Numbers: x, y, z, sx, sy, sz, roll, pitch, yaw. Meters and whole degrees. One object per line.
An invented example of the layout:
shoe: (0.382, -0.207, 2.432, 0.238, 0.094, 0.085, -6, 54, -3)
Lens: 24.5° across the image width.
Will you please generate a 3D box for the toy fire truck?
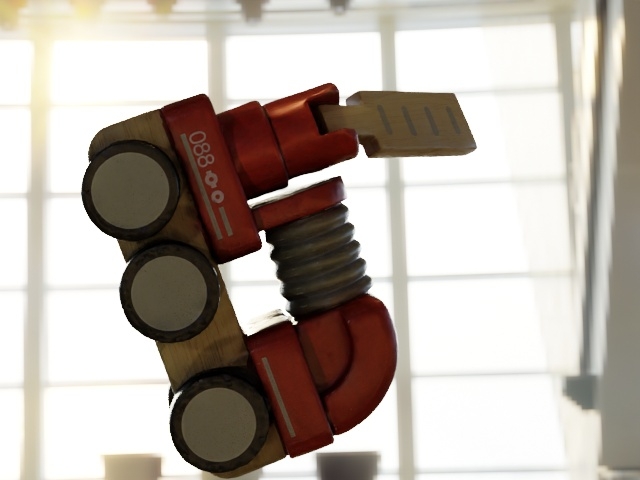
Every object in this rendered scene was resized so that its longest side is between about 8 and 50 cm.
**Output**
toy fire truck: (0.000, 0.000, 0.900, 0.246, 0.217, 0.158, -20, 5, -4)
